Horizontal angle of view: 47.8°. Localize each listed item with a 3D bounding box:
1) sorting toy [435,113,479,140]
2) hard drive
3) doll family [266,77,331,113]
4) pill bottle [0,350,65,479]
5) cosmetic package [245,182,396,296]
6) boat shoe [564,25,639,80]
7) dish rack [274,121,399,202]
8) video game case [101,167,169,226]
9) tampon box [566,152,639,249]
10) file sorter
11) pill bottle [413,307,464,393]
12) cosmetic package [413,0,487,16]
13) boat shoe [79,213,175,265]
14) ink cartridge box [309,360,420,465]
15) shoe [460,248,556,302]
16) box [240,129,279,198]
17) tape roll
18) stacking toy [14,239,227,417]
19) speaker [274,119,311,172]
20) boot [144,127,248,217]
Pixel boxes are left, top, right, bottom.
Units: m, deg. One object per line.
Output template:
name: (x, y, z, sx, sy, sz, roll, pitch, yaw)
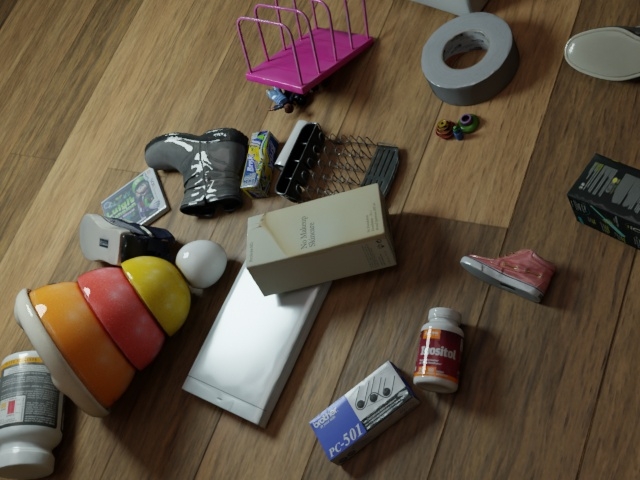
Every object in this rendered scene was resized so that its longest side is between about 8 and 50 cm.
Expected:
sorting toy: (0.308, -0.263, 1.644, 0.102, 0.042, 0.061, -19, 56, 19)
hard drive: (-0.144, 0.213, 1.629, 0.233, 0.047, 0.353, 15, 72, 34)
doll family: (-0.056, -0.400, 1.908, 0.193, 0.076, 0.111, -43, 56, 8)
pill bottle: (-0.706, 0.423, 1.754, 0.162, 0.162, 0.278, -19, 56, 19)
cosmetic package: (0.000, 0.000, 1.586, 0.309, 0.113, 0.160, -14, 46, 11)
boat shoe: (0.681, -0.385, 1.487, 0.335, 0.095, 0.112, 9, 104, 36)
dish rack: (0.046, -0.168, 1.718, 0.271, 0.074, 0.208, 12, 71, 33)
video game case: (-0.523, -0.097, 2.028, 0.190, 0.022, 0.173, -34, 52, 9)
tampon box: (0.564, -0.068, 1.343, 0.161, 0.120, 0.101, 32, 83, 37)
file sorter: (-0.040, -0.535, 1.834, 0.202, 0.182, 0.290, 23, 51, 36)
pill bottle: (0.231, 0.211, 1.396, 0.086, 0.086, 0.152, -2, 63, 28)
cosmetic package: (0.253, -0.756, 1.855, 0.453, 0.161, 0.230, 30, 81, 33)
boat shoe: (-0.513, 0.004, 1.907, 0.340, 0.158, 0.127, 19, 103, 52)
ink cartridge box: (0.087, 0.341, 1.430, 0.207, 0.046, 0.097, -39, 51, 5)
shoe: (0.370, 0.051, 1.425, 0.178, 0.063, 0.081, 25, 77, 31)
box: (-0.154, -0.195, 1.853, 0.054, 0.059, 0.169, -3, 63, 26)
tape roll: (0.349, -0.426, 1.693, 0.219, 0.072, 0.219, -14, 57, 22)
stacking toy: (-0.431, 0.154, 1.718, 0.480, 0.351, 0.350, -33, 50, -15)
speaker: (-0.062, -0.235, 1.827, 0.055, 0.055, 0.136, 17, 74, 35)
boot: (-0.351, -0.170, 1.921, 0.338, 0.118, 0.223, -7, 66, 31)
